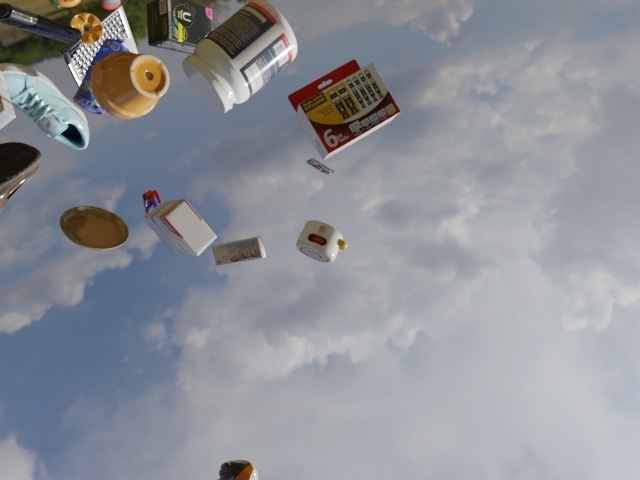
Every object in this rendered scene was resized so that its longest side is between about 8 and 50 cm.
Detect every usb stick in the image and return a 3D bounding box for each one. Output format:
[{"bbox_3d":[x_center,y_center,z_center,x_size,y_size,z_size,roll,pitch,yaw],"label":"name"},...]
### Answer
[{"bbox_3d":[-0.788,-0.604,1.483,0.077,0.045,0.278,-4,-174,17],"label":"usb stick"}]

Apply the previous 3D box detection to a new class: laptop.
[{"bbox_3d":[-0.839,-0.814,2.191,0.236,0.408,0.382,19,-124,15],"label":"laptop"}]

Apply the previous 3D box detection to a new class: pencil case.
[{"bbox_3d":[-0.861,-0.655,2.117,0.133,0.119,0.306,20,-101,8],"label":"pencil case"}]

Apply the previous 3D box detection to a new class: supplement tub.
[{"bbox_3d":[-0.214,-0.495,1.429,0.272,0.191,0.191,-44,-147,-13],"label":"supplement tub"}]

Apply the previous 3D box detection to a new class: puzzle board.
[{"bbox_3d":[-0.002,-0.341,2.464,0.011,0.128,0.096,-64,-162,-9],"label":"puzzle board"}]

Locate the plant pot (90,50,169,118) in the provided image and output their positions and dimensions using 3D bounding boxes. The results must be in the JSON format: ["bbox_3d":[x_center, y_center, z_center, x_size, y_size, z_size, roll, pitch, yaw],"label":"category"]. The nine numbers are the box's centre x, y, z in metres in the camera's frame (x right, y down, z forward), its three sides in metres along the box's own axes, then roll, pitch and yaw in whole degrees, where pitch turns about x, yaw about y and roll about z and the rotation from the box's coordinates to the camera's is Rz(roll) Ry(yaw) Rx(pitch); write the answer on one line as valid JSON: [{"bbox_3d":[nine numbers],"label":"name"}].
[{"bbox_3d":[-0.567,-0.488,1.630,0.187,0.205,0.205,3,-144,44],"label":"plant pot"}]

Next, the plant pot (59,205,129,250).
[{"bbox_3d":[-0.817,-0.039,1.916,0.032,0.236,0.236,-59,-163,31],"label":"plant pot"}]

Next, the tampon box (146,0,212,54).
[{"bbox_3d":[-0.405,-0.621,1.540,0.101,0.121,0.161,4,-172,39],"label":"tampon box"}]

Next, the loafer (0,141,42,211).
[{"bbox_3d":[-0.980,-0.154,1.565,0.133,0.130,0.366,32,-127,2],"label":"loafer"}]

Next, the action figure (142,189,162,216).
[{"bbox_3d":[-0.822,-0.149,2.614,0.091,0.139,0.280,-15,-142,-12],"label":"action figure"}]

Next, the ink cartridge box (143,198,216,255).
[{"bbox_3d":[-0.556,-0.051,2.083,0.114,0.197,0.272,-48,-154,-24],"label":"ink cartridge box"}]

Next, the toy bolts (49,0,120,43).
[{"bbox_3d":[-0.746,-0.781,1.739,0.228,0.218,0.158,-31,-158,-20],"label":"toy bolts"}]

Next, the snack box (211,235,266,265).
[{"bbox_3d":[-0.248,0.033,1.591,0.178,0.064,0.022,-10,-173,29],"label":"snack box"}]

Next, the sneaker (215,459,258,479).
[{"bbox_3d":[-0.221,0.663,1.493,0.121,0.262,0.099,-17,-116,-38],"label":"sneaker"}]

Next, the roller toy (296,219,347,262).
[{"bbox_3d":[0.000,0.000,2.413,0.209,0.191,0.146,3,-117,49],"label":"roller toy"}]

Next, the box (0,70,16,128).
[{"bbox_3d":[-0.845,-0.333,1.320,0.145,0.038,0.186,-35,-117,5],"label":"box"}]

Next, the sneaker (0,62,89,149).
[{"bbox_3d":[-0.863,-0.411,1.673,0.135,0.366,0.150,-36,-117,9],"label":"sneaker"}]

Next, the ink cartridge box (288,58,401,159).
[{"bbox_3d":[0.078,-0.487,1.898,0.309,0.272,0.130,-32,-177,-9],"label":"ink cartridge box"}]
